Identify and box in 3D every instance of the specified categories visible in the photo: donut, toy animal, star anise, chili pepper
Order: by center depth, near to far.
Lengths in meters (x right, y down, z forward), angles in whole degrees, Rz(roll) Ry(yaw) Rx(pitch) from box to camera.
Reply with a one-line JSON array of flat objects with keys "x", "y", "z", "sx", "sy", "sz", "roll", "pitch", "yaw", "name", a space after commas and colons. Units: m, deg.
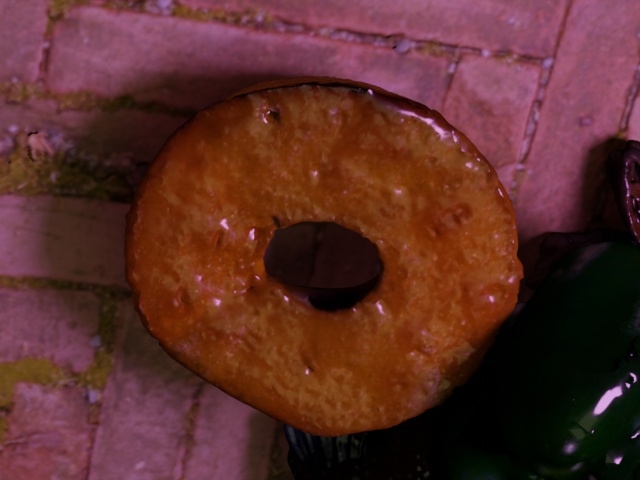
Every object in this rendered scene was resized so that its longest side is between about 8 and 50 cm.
[{"x": 0.000, "y": 0.000, "z": 1.466, "sx": 0.303, "sy": 0.110, "sz": 0.303, "roll": -1, "pitch": 112, "yaw": -2, "name": "donut"}, {"x": 0.222, "y": 0.143, "z": 1.502, "sx": 0.233, "sy": 0.256, "sz": 0.248, "roll": 35, "pitch": 130, "yaw": 5, "name": "chili pepper"}, {"x": 0.077, "y": 0.201, "z": 1.610, "sx": 0.218, "sy": 0.179, "sz": 0.116, "roll": 6, "pitch": 144, "yaw": -23, "name": "toy animal"}, {"x": 0.283, "y": 0.012, "z": 1.616, "sx": 0.220, "sy": 0.099, "sz": 0.214, "roll": -13, "pitch": 110, "yaw": 10, "name": "star anise"}]
